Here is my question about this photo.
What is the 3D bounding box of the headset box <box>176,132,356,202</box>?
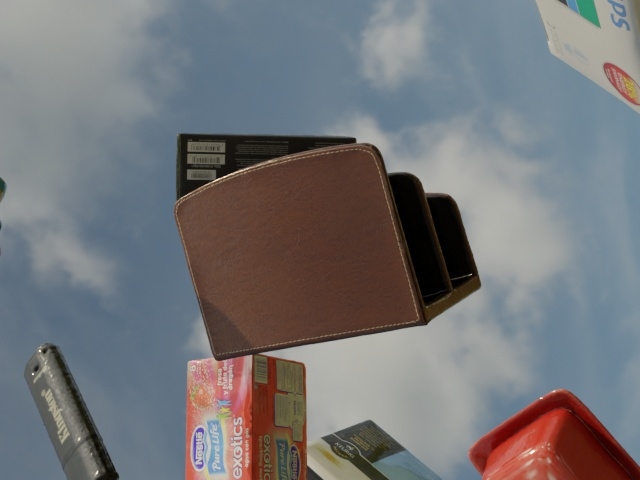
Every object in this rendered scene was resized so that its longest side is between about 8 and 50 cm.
[{"bbox_3d":[-0.073,-0.091,1.587,0.283,0.246,0.131,-100,12,-85],"label":"headset box"}]

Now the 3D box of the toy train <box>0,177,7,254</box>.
[{"bbox_3d":[-0.484,-0.070,1.313,0.248,0.105,0.143,50,-143,-45],"label":"toy train"}]

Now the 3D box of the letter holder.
[{"bbox_3d":[0.000,0.000,1.269,0.152,0.301,0.214,-23,-82,-55],"label":"letter holder"}]

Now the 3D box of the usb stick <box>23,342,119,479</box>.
[{"bbox_3d":[-0.348,0.253,1.493,0.045,0.077,0.278,14,-152,-42],"label":"usb stick"}]

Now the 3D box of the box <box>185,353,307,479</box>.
[{"bbox_3d":[-0.118,0.342,1.751,0.154,0.142,0.300,19,-115,-52],"label":"box"}]

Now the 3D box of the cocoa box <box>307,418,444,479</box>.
[{"bbox_3d":[0.107,0.530,1.949,0.228,0.347,0.231,-9,-52,-52],"label":"cocoa box"}]

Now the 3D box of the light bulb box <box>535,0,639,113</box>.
[{"bbox_3d":[0.454,-0.416,1.373,0.361,0.225,0.358,-41,-40,-4],"label":"light bulb box"}]

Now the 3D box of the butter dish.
[{"bbox_3d":[0.231,0.259,1.089,0.160,0.160,0.118,49,-144,4],"label":"butter dish"}]
